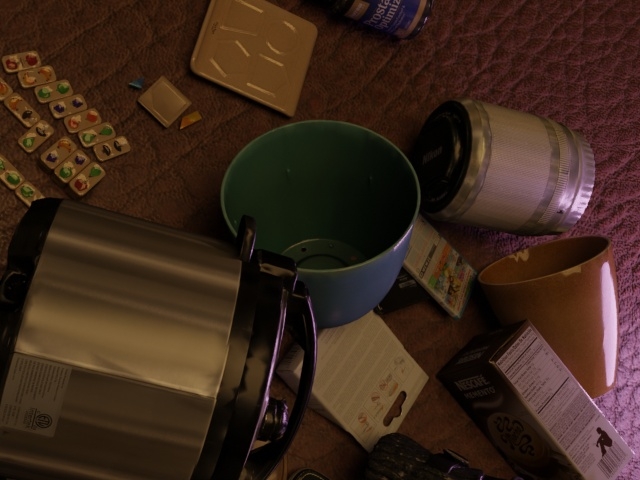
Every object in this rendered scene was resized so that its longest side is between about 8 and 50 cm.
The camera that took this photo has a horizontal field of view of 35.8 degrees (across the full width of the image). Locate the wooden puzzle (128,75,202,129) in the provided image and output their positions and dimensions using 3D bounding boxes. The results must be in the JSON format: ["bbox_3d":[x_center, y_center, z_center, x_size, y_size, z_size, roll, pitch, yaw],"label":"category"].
[{"bbox_3d":[-0.258,-0.228,1.637,0.116,0.014,0.078,50,57,-5],"label":"wooden puzzle"}]

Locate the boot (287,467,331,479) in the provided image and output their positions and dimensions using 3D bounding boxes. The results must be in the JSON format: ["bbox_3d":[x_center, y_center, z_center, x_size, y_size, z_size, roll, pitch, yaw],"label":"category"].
[{"bbox_3d":[0.065,0.435,1.497,0.085,0.179,0.236,-42,96,-29],"label":"boot"}]

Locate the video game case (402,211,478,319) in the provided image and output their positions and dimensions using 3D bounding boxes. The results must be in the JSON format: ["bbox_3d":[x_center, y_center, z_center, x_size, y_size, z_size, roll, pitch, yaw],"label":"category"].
[{"bbox_3d":[0.206,0.045,1.748,0.166,0.015,0.119,45,46,-15],"label":"video game case"}]

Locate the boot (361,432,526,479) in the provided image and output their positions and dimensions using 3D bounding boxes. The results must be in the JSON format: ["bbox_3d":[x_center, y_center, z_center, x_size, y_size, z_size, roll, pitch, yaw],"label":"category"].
[{"bbox_3d":[0.223,0.419,1.596,0.260,0.348,0.131,11,65,23],"label":"boot"}]

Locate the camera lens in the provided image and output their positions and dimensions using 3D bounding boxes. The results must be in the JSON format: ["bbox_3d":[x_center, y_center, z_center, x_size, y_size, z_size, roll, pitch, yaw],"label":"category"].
[{"bbox_3d":[0.316,-0.127,1.760,0.274,0.219,0.219,10,71,-23],"label":"camera lens"}]

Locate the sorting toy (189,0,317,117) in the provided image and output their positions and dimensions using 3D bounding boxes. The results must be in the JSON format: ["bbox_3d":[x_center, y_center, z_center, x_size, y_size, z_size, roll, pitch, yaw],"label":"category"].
[{"bbox_3d":[-0.115,-0.333,1.726,0.208,0.038,0.193,24,66,-22],"label":"sorting toy"}]

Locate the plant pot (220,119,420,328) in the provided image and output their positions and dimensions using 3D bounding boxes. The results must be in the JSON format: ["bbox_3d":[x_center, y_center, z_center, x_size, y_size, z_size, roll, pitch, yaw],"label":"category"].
[{"bbox_3d":[0.000,0.000,1.533,0.293,0.235,0.293,0,52,0],"label":"plant pot"}]

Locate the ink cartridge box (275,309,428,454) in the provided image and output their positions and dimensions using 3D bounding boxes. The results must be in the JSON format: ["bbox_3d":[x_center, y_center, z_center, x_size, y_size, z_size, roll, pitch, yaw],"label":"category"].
[{"bbox_3d":[0.057,0.221,1.644,0.232,0.066,0.189,53,58,-27],"label":"ink cartridge box"}]

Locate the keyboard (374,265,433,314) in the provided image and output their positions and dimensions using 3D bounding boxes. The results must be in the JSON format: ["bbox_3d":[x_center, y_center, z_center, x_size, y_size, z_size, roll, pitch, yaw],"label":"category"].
[{"bbox_3d":[0.138,0.062,1.707,0.180,0.023,0.108,-14,79,-45],"label":"keyboard"}]

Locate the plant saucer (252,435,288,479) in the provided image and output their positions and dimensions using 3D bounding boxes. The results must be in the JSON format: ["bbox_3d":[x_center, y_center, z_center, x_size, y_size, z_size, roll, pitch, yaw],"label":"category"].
[{"bbox_3d":[-0.173,0.336,1.495,0.278,0.041,0.277,7,71,-23],"label":"plant saucer"}]

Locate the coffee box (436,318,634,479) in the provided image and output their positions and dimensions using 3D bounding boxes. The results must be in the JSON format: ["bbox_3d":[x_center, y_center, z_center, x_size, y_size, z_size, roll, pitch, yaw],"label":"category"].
[{"bbox_3d":[0.363,0.294,1.689,0.119,0.168,0.297,-41,94,-29],"label":"coffee box"}]

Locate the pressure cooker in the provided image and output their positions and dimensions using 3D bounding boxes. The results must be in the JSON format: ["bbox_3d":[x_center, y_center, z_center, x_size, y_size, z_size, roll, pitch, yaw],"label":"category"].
[{"bbox_3d":[-0.218,0.166,1.287,0.421,0.370,0.375,15,52,-10],"label":"pressure cooker"}]

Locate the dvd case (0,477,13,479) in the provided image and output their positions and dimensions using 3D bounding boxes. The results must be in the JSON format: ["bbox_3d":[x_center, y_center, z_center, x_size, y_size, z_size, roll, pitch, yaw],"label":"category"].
[{"bbox_3d":[-0.404,0.320,1.390,0.180,0.022,0.253,30,64,-7],"label":"dvd case"}]

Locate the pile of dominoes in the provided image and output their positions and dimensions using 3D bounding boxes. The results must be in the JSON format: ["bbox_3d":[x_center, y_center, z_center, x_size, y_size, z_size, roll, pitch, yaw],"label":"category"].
[{"bbox_3d":[-0.435,-0.175,1.521,0.251,0.040,0.196,46,62,-7],"label":"pile of dominoes"}]

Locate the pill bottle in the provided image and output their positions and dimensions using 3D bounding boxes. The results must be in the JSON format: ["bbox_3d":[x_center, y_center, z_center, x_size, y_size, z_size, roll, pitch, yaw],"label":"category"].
[{"bbox_3d":[0.087,-0.456,1.805,0.219,0.123,0.122,15,69,-21],"label":"pill bottle"}]

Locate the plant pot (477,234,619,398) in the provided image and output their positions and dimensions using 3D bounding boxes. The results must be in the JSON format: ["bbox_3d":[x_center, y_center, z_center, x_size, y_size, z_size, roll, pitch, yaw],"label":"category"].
[{"bbox_3d":[0.427,0.149,1.749,0.237,0.237,0.254,-23,100,-29],"label":"plant pot"}]
